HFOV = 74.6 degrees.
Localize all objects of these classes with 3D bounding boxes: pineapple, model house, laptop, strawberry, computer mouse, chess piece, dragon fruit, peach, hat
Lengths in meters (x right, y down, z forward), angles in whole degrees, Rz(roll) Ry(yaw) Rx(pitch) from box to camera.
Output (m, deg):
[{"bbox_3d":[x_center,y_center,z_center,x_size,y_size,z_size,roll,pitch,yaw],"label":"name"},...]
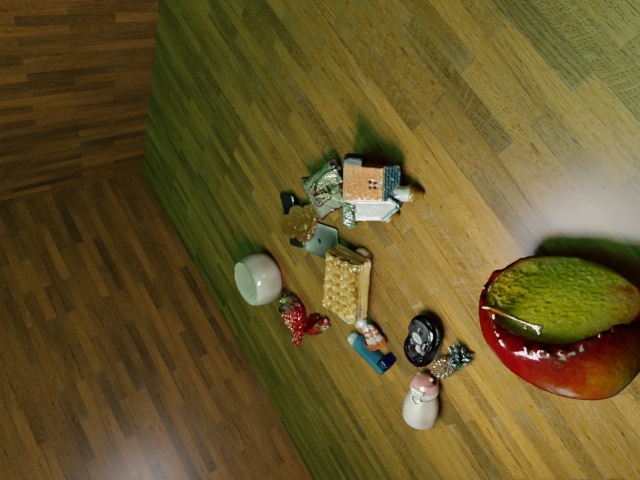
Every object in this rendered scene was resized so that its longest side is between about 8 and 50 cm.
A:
[{"bbox_3d":[0.490,0.467,1.610,0.103,0.083,0.221,55,144,21],"label":"pineapple"},{"bbox_3d":[0.228,-0.179,1.542,0.300,0.190,0.272,5,106,16],"label":"model house"},{"bbox_3d":[0.000,0.000,2.041,0.269,0.015,0.188,21,126,46],"label":"laptop"},{"bbox_3d":[-0.137,0.449,2.399,0.233,0.137,0.307,-112,1,-62],"label":"strawberry"},{"bbox_3d":[0.407,0.392,1.653,0.137,0.096,0.234,-121,34,-45],"label":"computer mouse"},{"bbox_3d":[0.183,0.071,1.822,0.083,0.038,0.084,28,130,39],"label":"chess piece"},{"bbox_3d":[-0.002,0.456,2.290,0.092,0.123,0.192,30,145,-18],"label":"dragon fruit"},{"bbox_3d":[0.623,0.230,1.080,0.405,0.335,0.310,8,137,46],"label":"peach"},{"bbox_3d":[0.220,0.414,1.908,0.112,0.093,0.163,-13,107,57],"label":"hat"}]

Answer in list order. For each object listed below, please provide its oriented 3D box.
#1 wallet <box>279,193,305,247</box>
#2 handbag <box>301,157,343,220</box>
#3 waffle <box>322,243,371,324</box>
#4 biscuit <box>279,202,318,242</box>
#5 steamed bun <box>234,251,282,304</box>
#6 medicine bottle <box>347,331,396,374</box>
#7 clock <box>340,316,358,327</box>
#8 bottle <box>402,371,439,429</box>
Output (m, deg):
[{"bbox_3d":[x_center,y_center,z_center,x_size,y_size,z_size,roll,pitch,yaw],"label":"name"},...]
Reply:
[{"bbox_3d":[-0.143,-0.101,2.151,0.146,0.030,0.286,14,121,54],"label":"wallet"},{"bbox_3d":[0.024,-0.214,1.787,0.235,0.127,0.213,-26,86,53],"label":"handbag"},{"bbox_3d":[0.115,0.192,1.852,0.212,0.091,0.308,26,126,39],"label":"waffle"},{"bbox_3d":[-0.078,-0.097,2.022,0.183,0.047,0.320,54,134,7],"label":"biscuit"},{"bbox_3d":[-0.353,0.218,2.469,0.324,0.206,0.325,28,128,43],"label":"steamed bun"},{"bbox_3d":[0.237,0.528,1.983,0.258,0.079,0.124,38,142,35],"label":"medicine bottle"},{"bbox_3d":[0.141,0.323,2.004,0.191,0.062,0.152,43,138,29],"label":"clock"},{"bbox_3d":[0.427,0.654,1.754,0.147,0.147,0.237,28,126,42],"label":"bottle"}]
